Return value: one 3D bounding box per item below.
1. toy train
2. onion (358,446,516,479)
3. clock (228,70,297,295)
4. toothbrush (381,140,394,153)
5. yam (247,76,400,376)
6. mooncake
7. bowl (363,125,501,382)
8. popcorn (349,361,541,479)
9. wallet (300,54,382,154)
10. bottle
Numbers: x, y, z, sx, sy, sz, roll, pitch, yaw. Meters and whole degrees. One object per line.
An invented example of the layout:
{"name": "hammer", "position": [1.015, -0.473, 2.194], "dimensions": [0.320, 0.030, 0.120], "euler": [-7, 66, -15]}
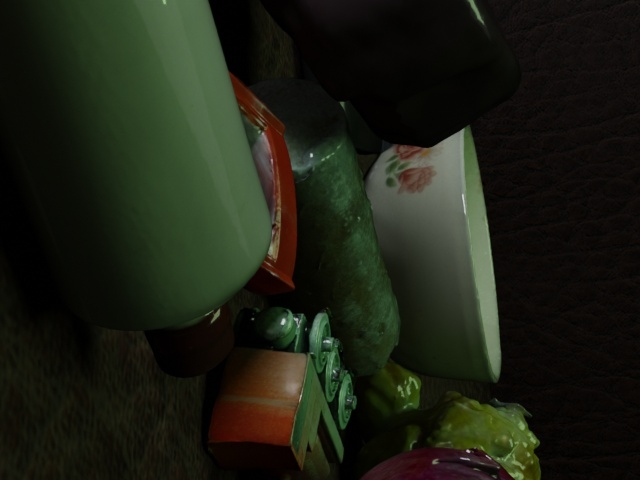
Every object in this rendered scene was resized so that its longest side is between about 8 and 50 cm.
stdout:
{"name": "toy train", "position": [-0.023, 0.117, 0.899], "dimensions": [0.176, 0.074, 0.118], "euler": [76, 22, -57]}
{"name": "onion", "position": [0.100, 0.310, 0.864], "dimensions": [0.347, 0.285, 0.348], "euler": [4, 90, -82]}
{"name": "clock", "position": [-0.064, -0.036, 0.794], "dimensions": [0.155, 0.061, 0.113], "euler": [43, 41, -69]}
{"name": "toothbrush", "position": [0.093, -0.062, 1.692], "dimensions": [0.035, 0.042, 0.414], "euler": [140, -48, -58]}
{"name": "yam", "position": [0.000, 0.000, 1.021], "dimensions": [0.259, 0.093, 0.093], "euler": [73, 15, -47]}
{"name": "mooncake", "position": [0.022, -0.196, 0.945], "dimensions": [0.283, 0.141, 0.283], "euler": [53, 14, -19]}
{"name": "bowl", "position": [0.104, 0.019, 1.410], "dimensions": [0.277, 0.145, 0.277], "euler": [-5, 90, -81]}
{"name": "popcorn", "position": [0.110, 0.209, 1.282], "dimensions": [0.212, 0.198, 0.198], "euler": [51, -3, 25]}
{"name": "wallet", "position": [0.007, -0.265, 1.325], "dimensions": [0.197, 0.051, 0.378], "euler": [-2, 85, -77]}
{"name": "bottle", "position": [-0.084, -0.043, 0.575], "dimensions": [0.104, 0.104, 0.245], "euler": [-82, 162, -53]}
